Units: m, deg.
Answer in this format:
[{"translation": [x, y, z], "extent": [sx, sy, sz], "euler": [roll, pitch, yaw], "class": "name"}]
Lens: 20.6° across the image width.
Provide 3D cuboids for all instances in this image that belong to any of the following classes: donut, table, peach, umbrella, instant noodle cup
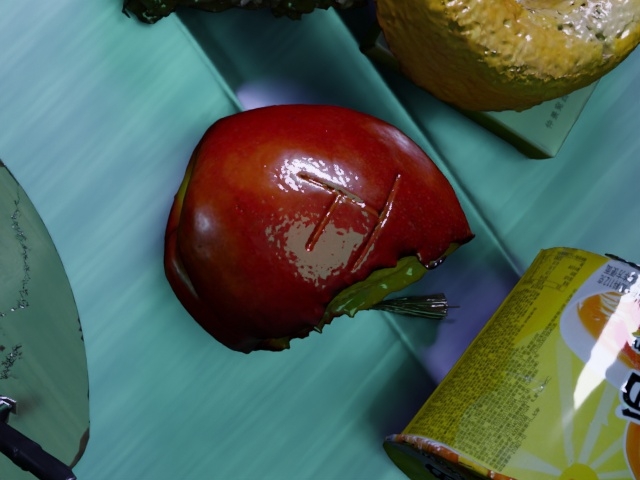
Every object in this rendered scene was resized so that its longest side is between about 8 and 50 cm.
[{"translation": [0.151, -0.218, 1.321], "extent": [0.253, 0.118, 0.254], "euler": [0, 89, -30], "class": "donut"}, {"translation": [-0.318, 0.082, 1.233], "extent": [0.317, 0.249, 0.317], "euler": [0, 91, -11], "class": "table"}, {"translation": [0.000, 0.000, 1.327], "extent": [0.226, 0.196, 0.190], "euler": [17, 122, -9], "class": "peach"}, {"translation": [0.072, 0.054, 1.423], "extent": [0.083, 0.031, 0.020], "euler": [7, 122, -9], "class": "umbrella"}, {"translation": [0.208, 0.142, 1.350], "extent": [0.264, 0.264, 0.200], "euler": [35, 75, -10], "class": "instant noodle cup"}]

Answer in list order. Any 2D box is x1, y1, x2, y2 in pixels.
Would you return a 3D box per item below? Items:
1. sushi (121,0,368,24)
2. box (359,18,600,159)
[{"translation": [-0.044, -0.226, 1.331], "extent": [0.212, 0.147, 0.115], "euler": [-4, 88, -18], "class": "sushi"}, {"translation": [0.173, -0.219, 1.415], "extent": [0.175, 0.062, 0.260], "euler": [31, 87, -11], "class": "box"}]
